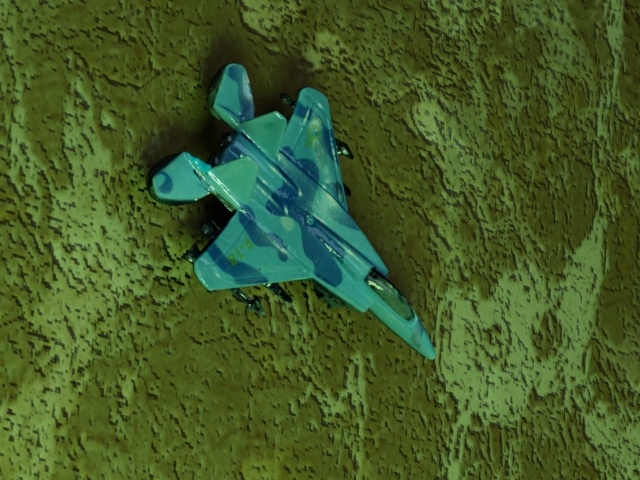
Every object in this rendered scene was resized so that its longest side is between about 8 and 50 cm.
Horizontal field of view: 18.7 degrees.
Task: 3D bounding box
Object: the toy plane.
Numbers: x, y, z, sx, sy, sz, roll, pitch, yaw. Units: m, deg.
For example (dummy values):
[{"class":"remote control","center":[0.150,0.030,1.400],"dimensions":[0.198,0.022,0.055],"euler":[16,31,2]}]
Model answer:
[{"class":"toy plane","center":[-0.005,0.001,1.302],"dimensions":[0.246,0.078,0.169],"euler":[49,56,-32]}]
